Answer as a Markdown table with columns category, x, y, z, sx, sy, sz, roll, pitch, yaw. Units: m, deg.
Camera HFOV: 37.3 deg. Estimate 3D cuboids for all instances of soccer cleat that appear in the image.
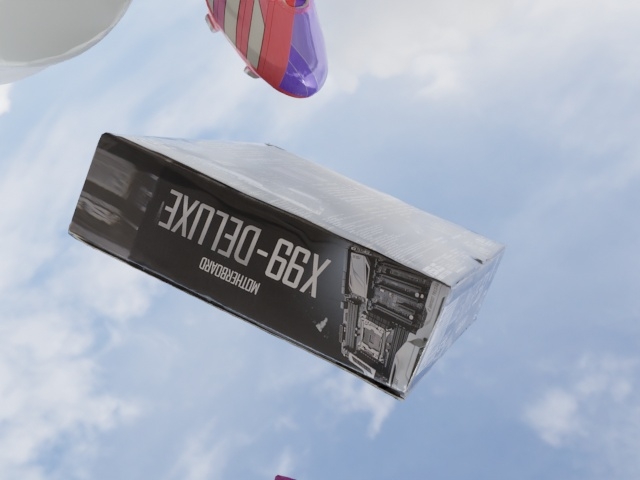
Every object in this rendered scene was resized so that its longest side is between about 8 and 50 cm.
| category | x | y | z | sx | sy | sz | roll | pitch | yaw |
| --- | --- | --- | --- | --- | --- | --- | --- | --- | --- |
| soccer cleat | -0.048 | -0.224 | 0.678 | 0.095 | 0.248 | 0.083 | -28 | 173 | 43 |

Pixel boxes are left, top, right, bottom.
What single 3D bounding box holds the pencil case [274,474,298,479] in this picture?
| category | x | y | z | sx | sy | sz | roll | pitch | yaw |
| --- | --- | --- | --- | --- | --- | --- | --- | --- | --- |
| pencil case | 0.008 | 0.182 | 0.448 | 0.064 | 0.151 | 0.070 | 2 | -131 | 43 |

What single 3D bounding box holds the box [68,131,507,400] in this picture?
| category | x | y | z | sx | sy | sz | roll | pitch | yaw |
| --- | --- | --- | --- | --- | --- | --- | --- | --- | --- |
| box | 0.000 | 0.000 | 0.710 | 0.242 | 0.307 | 0.076 | 24 | -79 | 13 |

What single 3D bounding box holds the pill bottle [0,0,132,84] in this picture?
| category | x | y | z | sx | sy | sz | roll | pitch | yaw |
| --- | --- | --- | --- | --- | --- | --- | --- | --- | --- |
| pill bottle | -0.304 | -0.237 | 0.758 | 0.224 | 0.224 | 0.392 | -47 | -147 | -17 |
